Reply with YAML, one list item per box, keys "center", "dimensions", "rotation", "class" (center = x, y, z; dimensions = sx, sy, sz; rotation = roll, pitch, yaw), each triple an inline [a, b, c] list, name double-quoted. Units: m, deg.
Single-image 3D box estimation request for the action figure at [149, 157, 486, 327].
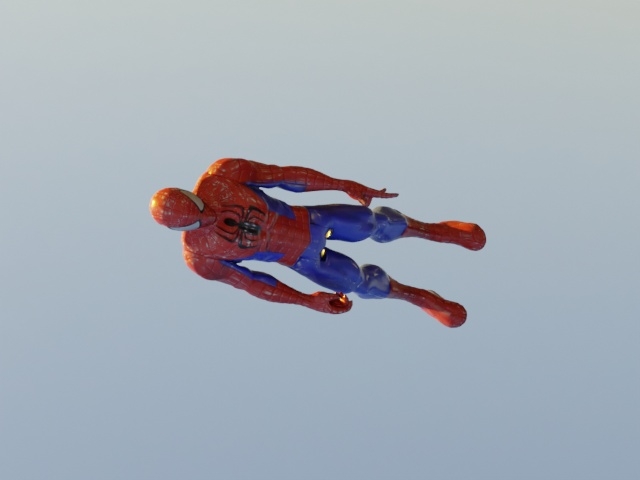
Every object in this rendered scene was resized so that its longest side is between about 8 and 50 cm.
- center: [0.000, 0.000, 0.487]
  dimensions: [0.115, 0.038, 0.030]
  rotation: [12, -172, -41]
  class: "action figure"
